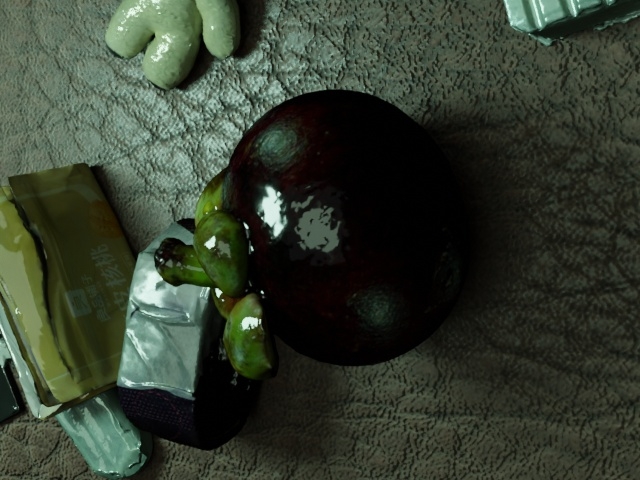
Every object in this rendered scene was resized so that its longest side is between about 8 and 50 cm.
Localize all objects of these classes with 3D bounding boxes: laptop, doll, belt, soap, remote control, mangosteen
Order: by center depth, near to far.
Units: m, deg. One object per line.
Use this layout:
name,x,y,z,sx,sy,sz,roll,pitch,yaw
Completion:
soap,0.261,-0.357,1.168,0.150,0.094,0.261,-15,88,31
mangosteen,0.011,-0.006,1.191,0.330,0.330,0.330,2,95,26
belt,-0.168,0.114,1.360,0.164,0.184,0.289,11,94,28
doll,-0.179,-0.334,1.378,0.278,0.175,0.149,-49,35,29
remote control,-0.334,0.232,1.514,0.104,0.052,0.247,-41,80,13
laptop,-0.552,0.238,1.646,0.197,0.016,0.135,-28,80,25

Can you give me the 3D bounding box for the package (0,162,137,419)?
package,-0.358,0.061,1.423,0.221,0.165,0.311,-24,82,-5

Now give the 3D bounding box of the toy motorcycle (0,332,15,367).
toy motorcycle,-0.490,0.084,1.560,0.150,0.102,0.221,-6,91,-1
